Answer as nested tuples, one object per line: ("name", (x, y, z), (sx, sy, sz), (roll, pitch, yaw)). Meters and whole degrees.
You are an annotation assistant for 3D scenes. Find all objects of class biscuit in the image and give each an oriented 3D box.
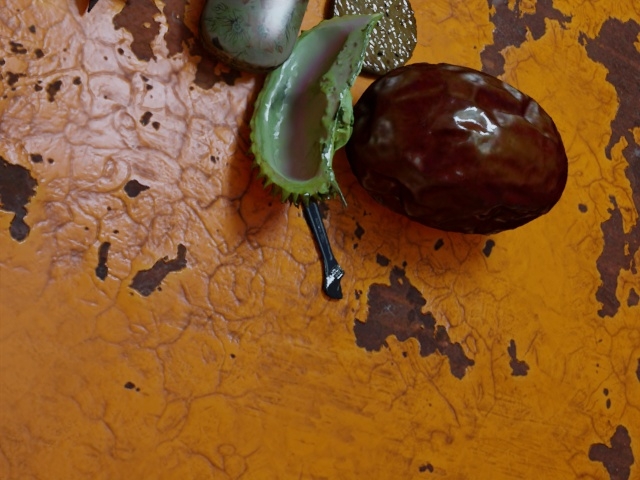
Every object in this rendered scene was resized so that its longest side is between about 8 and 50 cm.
("biscuit", (0.092, -0.380, 1.735), (0.188, 0.027, 0.188), (5, 81, -34))

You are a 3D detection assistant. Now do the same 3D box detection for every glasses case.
("glasses case", (-0.074, -0.471, 1.583), (0.156, 0.098, 0.425), (20, 77, -16))

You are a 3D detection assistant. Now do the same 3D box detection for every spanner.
("spanner", (0.000, 0.000, 1.636), (0.046, 0.012, 0.208), (-21, 95, -32))

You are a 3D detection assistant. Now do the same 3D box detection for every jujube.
("jujube", (0.232, -0.148, 1.662), (0.377, 0.276, 0.276), (13, 77, -33))

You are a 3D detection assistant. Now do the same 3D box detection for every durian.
("durian", (-0.012, -0.205, 1.559), (0.157, 0.169, 0.355), (22, 66, -24))

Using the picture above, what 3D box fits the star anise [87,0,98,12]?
("star anise", (-0.316, -0.435, 1.454), (0.195, 0.065, 0.182), (-32, 103, -36))
